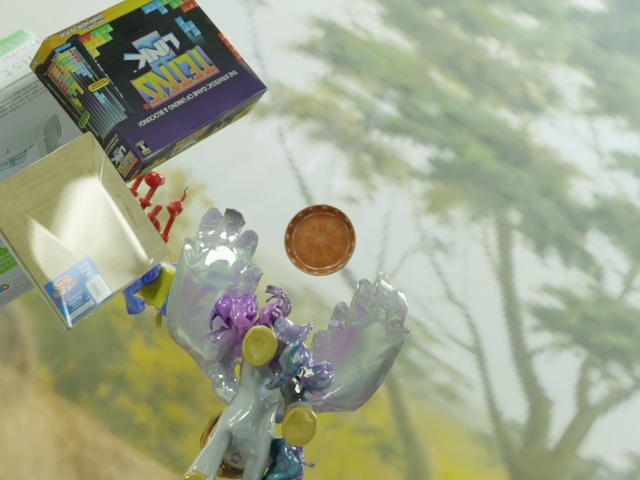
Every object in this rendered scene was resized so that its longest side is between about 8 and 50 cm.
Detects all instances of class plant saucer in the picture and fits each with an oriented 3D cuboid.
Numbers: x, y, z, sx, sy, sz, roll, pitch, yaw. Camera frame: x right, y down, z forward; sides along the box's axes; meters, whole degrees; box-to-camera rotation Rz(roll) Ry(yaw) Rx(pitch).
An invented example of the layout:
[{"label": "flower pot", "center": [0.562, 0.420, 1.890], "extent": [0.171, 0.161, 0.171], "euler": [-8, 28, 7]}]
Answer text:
[{"label": "plant saucer", "center": [0.000, 0.000, 1.971], "extent": [0.083, 0.083, 0.013], "euler": [33, -4, 14]}]

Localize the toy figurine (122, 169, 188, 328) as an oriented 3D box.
[{"label": "toy figurine", "center": [-0.208, 0.026, 2.294], "extent": [0.217, 0.191, 0.362], "euler": [33, 0, 20]}]

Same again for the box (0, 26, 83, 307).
[{"label": "box", "center": [-0.364, -0.061, 1.859], "extent": [0.127, 0.262, 0.231], "euler": [38, -23, 54]}]

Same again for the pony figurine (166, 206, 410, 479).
[{"label": "pony figurine", "center": [-0.070, 0.166, 2.048], "extent": [0.303, 0.351, 0.363], "euler": [24, 0, -4]}]

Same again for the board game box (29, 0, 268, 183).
[{"label": "board game box", "center": [-0.153, -0.147, 1.552], "extent": [0.141, 0.170, 0.048], "euler": [49, -41, 7]}]

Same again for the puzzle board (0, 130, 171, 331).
[{"label": "puzzle board", "center": [-0.152, -0.007, 1.072], "extent": [0.096, 0.011, 0.128], "euler": [57, 33, -5]}]
